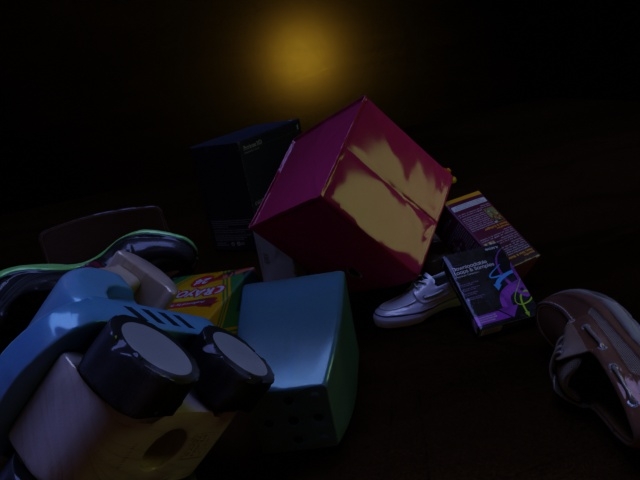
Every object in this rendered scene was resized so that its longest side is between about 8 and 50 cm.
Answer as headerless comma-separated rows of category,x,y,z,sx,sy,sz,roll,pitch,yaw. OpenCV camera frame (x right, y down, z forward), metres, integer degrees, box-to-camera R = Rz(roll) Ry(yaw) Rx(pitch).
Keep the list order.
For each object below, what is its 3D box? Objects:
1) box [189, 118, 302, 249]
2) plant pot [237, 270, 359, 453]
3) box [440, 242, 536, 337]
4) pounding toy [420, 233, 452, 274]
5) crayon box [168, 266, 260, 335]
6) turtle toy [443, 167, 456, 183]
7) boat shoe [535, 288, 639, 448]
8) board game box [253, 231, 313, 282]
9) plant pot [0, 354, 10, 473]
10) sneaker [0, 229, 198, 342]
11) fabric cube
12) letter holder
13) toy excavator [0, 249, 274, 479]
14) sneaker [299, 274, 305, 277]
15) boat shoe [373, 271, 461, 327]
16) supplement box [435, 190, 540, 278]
box,-0.186,-0.174,1.807,0.178,0.313,0.343,0,20,29
plant pot,-0.030,0.182,0.876,0.165,0.166,0.234,-9,25,5
box,0.296,0.083,1.061,0.116,0.029,0.162,-14,52,-10
pounding toy,0.237,0.033,1.305,0.180,0.094,0.206,-2,28,11
crayon box,-0.258,0.164,1.122,0.202,0.081,0.318,-8,23,22
turtle toy,0.388,-0.217,2.025,0.095,0.066,0.130,-19,20,-27
boat shoe,0.360,0.156,0.792,0.116,0.123,0.324,-14,16,-5
board game box,0.000,0.000,1.437,0.275,0.145,0.142,-24,23,-36
plant pot,-0.412,0.252,0.813,0.237,0.237,0.254,-2,4,24
sneaker,-0.504,0.121,1.371,0.482,0.185,0.202,-19,37,-16
fabric cube,0.062,-0.076,1.205,0.254,0.258,0.259,-17,42,52
letter holder,-0.544,0.018,1.572,0.301,0.215,0.152,-14,18,-11
toy excavator,-0.270,0.126,0.804,0.445,0.222,0.433,40,6,29
sneaker,-0.037,0.142,1.156,0.082,0.071,0.191,26,40,8
boat shoe,0.198,0.096,1.137,0.226,0.076,0.083,-17,18,-19
supplement box,0.324,0.001,1.199,0.104,0.081,0.188,-19,57,-28
